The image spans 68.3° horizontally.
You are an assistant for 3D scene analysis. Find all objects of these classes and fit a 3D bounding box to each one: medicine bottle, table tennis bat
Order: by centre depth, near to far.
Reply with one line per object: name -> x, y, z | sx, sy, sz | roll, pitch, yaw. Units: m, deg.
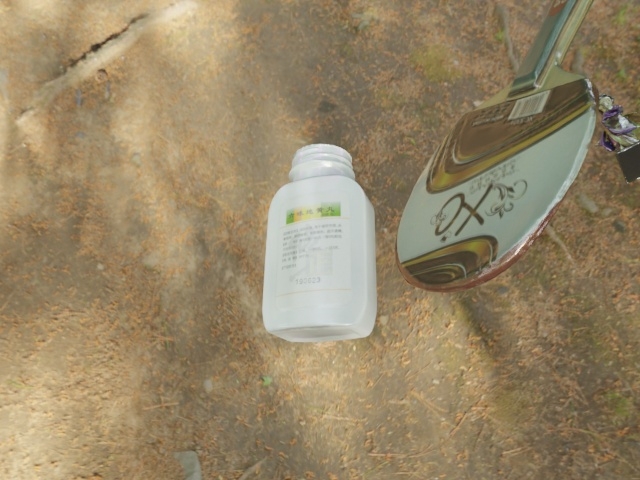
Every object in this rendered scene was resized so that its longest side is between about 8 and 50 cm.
table tennis bat -> 0.153, -0.092, 0.376 | 0.022, 0.173, 0.301 | 32, 82, -21
medicine bottle -> 0.000, 0.000, 0.797 | 0.179, 0.124, 0.324 | -9, 67, 21

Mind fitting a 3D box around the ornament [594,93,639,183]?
ornament -> 0.537, -0.209, 0.854 | 0.088, 0.081, 0.203 | -27, 46, 24
